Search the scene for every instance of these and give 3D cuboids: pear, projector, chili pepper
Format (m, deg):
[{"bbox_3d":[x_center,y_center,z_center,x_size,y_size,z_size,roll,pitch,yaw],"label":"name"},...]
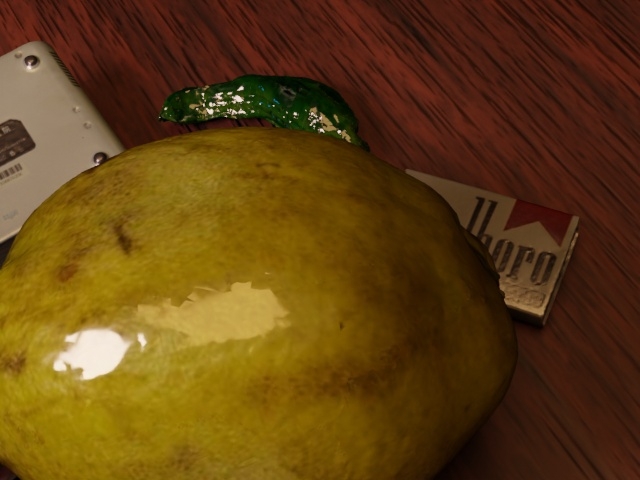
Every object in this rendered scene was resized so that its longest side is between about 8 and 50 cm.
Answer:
[{"bbox_3d":[-0.059,0.080,0.826,0.413,0.352,0.352,-3,58,-3],"label":"pear"},{"bbox_3d":[-0.330,-0.063,1.063,0.250,0.108,0.198,-31,67,-15],"label":"projector"},{"bbox_3d":[-0.032,-0.121,1.100,0.279,0.065,0.122,25,75,24],"label":"chili pepper"}]

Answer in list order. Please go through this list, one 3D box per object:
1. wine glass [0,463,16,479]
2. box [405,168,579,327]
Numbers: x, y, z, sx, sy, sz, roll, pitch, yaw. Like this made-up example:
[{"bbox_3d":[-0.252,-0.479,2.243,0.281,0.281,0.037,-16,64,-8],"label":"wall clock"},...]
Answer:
[{"bbox_3d":[-0.266,0.178,0.952,0.073,0.073,0.155,21,66,21],"label":"wine glass"},{"bbox_3d":[0.144,0.005,1.007,0.177,0.036,0.115,18,63,19],"label":"box"}]
